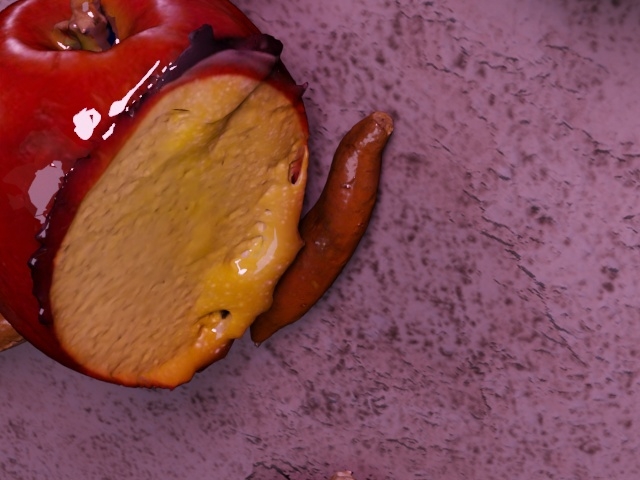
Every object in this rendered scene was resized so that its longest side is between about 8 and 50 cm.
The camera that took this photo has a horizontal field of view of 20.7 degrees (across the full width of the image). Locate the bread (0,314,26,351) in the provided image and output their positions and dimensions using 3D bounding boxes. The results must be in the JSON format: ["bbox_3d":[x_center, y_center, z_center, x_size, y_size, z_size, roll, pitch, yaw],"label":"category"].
[{"bbox_3d":[-0.311,-0.005,1.470,0.253,0.142,0.227,-10,115,38],"label":"bread"}]

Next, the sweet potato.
[{"bbox_3d":[0.001,0.000,1.358,0.057,0.057,0.264,33,130,-1],"label":"sweet potato"}]

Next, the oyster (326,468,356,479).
[{"bbox_3d":[-0.010,0.324,1.633,0.166,0.094,0.294,4,136,16],"label":"oyster"}]

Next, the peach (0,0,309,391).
[{"bbox_3d":[-0.150,-0.049,1.289,0.201,0.258,0.361,44,159,32],"label":"peach"}]
